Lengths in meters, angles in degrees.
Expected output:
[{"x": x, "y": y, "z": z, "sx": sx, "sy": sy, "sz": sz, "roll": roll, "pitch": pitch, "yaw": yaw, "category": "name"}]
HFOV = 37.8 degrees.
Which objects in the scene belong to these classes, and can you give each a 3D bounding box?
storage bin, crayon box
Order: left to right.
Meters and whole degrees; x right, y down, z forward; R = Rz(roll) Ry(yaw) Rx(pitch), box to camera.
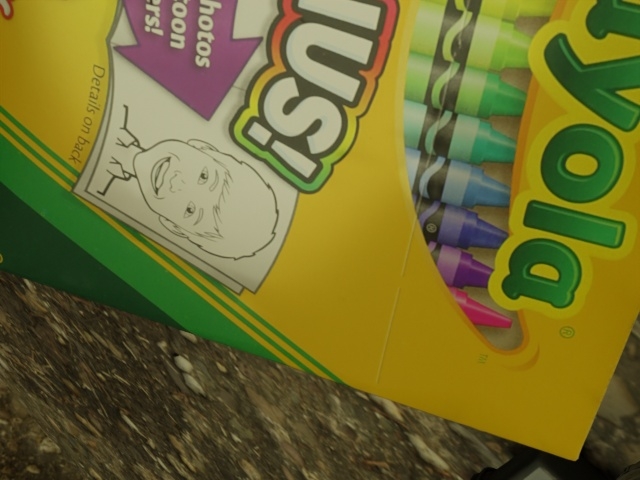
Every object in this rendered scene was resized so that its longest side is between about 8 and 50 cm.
[{"x": 0.012, "y": -0.112, "z": 0.398, "sx": 0.313, "sy": 0.106, "sz": 0.363, "roll": 17, "pitch": 123, "yaw": 11, "category": "crayon box"}, {"x": 0.197, "y": 0.224, "z": 0.759, "sx": 0.135, "sy": 0.098, "sz": 0.091, "roll": 43, "pitch": 121, "yaw": 7, "category": "storage bin"}]

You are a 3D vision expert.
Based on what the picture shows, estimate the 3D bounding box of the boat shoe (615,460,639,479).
[{"x": 0.314, "y": 0.223, "z": 0.498, "sx": 0.367, "sy": 0.156, "sz": 0.136, "roll": 20, "pitch": 106, "yaw": 32, "category": "boat shoe"}]
